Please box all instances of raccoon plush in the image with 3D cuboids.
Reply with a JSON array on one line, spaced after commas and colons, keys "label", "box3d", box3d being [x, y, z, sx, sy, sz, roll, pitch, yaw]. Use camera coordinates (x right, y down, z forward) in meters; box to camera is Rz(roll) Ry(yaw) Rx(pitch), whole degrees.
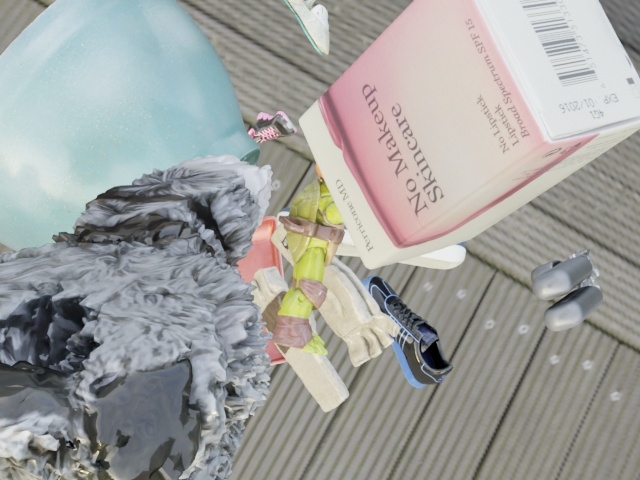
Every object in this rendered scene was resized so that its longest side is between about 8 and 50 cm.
[{"label": "raccoon plush", "box3d": [-0.091, 0.150, 0.609, 0.216, 0.446, 0.299, 6, 112, 27]}]

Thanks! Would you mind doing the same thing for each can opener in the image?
[{"label": "can opener", "box3d": [0.295, 0.065, 1.293, 0.095, 0.283, 0.076, -21, 86, 24]}]

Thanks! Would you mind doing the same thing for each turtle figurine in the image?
[{"label": "turtle figurine", "box3d": [0.000, 0.000, 1.042, 0.087, 0.269, 0.217, 14, 89, -16]}]

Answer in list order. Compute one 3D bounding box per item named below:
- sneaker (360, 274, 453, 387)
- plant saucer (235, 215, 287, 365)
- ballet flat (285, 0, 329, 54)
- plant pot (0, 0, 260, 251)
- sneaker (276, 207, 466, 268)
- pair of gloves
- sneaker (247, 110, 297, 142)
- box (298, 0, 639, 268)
[{"label": "sneaker", "box3d": [0.159, 0.156, 1.904, 0.081, 0.090, 0.232, -31, 88, -41]}, {"label": "plant saucer", "box3d": [-0.172, 0.108, 1.652, 0.258, 0.048, 0.259, -14, 58, 10]}, {"label": "ballet flat", "box3d": [-0.019, -0.368, 1.656, 0.052, 0.057, 0.168, -37, 66, 12]}, {"label": "plant pot", "box3d": [-0.182, -0.082, 0.983, 0.196, 0.293, 0.293, 40, 71, 3]}, {"label": "sneaker", "box3d": [0.097, -0.047, 1.911, 0.350, 0.131, 0.148, 10, 78, -6]}, {"label": "pair of gloves", "box3d": [-0.005, 0.092, 1.311, 0.042, 0.240, 0.204, -28, 71, -33]}, {"label": "sneaker", "box3d": [-0.083, -0.179, 1.709, 0.057, 0.119, 0.047, -44, 112, -19]}, {"label": "box", "box3d": [0.110, -0.095, 0.806, 0.126, 0.232, 0.149, -16, 76, -36]}]
